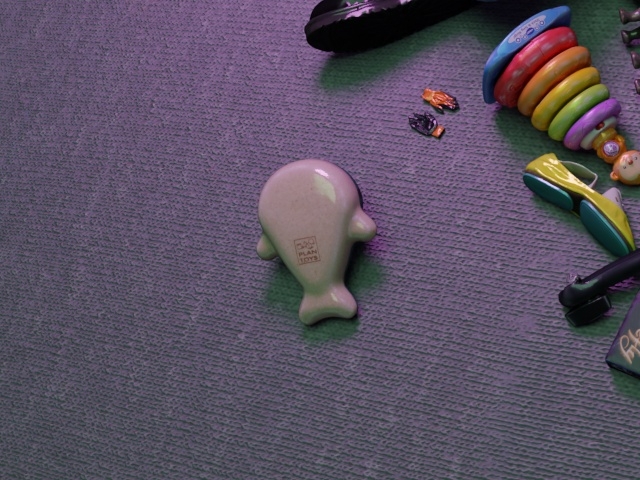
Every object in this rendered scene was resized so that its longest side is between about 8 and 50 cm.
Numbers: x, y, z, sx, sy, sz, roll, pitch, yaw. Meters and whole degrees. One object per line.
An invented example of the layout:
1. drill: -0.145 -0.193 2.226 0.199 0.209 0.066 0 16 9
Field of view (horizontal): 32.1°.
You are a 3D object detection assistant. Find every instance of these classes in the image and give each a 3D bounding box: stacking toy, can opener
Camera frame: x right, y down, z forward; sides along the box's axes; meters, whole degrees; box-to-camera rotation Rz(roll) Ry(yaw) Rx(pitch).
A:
1. stacking toy: 0.404 -0.203 1.753 0.175 0.166 0.302 -36 72 -4
2. can opener: 0.432 0.053 1.649 0.186 0.059 0.073 -38 99 26

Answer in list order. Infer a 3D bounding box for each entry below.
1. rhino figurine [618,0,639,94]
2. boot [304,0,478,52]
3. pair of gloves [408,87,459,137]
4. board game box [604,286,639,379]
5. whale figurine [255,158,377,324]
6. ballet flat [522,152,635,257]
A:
1. rhino figurine: 0.536 -0.351 1.783 0.106 0.073 0.243 -10 62 10
2. boot: 0.114 -0.500 2.004 0.348 0.131 0.260 -18 68 5
3. pair of gloves: 0.195 -0.220 1.920 0.074 0.010 0.083 27 84 30
4. board game box: 0.539 0.102 1.602 0.165 0.042 0.243 23 79 30
5. whale figurine: 0.000 0.000 1.863 0.216 0.141 0.272 -13 88 20
6. ballet flat: 0.415 -0.064 1.718 0.077 0.077 0.231 -38 54 -14
